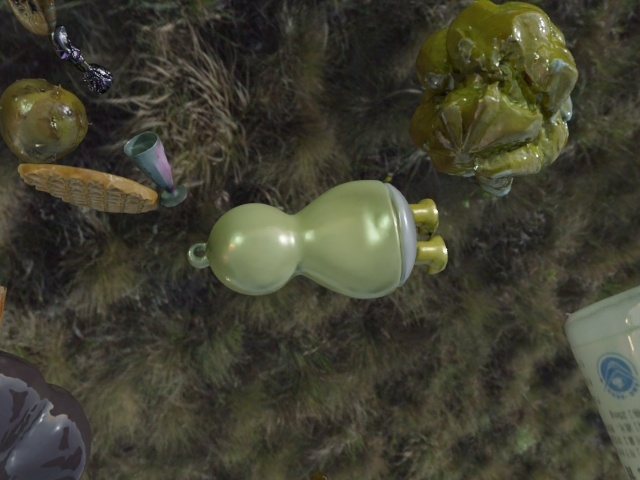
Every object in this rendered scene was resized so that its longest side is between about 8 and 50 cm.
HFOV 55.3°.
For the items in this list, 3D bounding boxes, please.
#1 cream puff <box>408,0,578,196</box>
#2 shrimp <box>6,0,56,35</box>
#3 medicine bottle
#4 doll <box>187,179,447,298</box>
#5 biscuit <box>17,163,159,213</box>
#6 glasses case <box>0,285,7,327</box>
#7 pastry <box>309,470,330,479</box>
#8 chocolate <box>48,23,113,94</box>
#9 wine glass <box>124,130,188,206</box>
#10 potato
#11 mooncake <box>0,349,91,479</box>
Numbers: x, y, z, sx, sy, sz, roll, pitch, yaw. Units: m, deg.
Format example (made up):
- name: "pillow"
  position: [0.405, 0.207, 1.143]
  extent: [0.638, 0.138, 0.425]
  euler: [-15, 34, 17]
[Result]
- name: "cream puff"
  position: [0.305, -0.266, 1.172]
  extent: [0.275, 0.378, 0.378]
  euler: [-23, 137, -29]
- name: "shrimp"
  position: [-0.482, -0.412, 1.000]
  extent: [0.045, 0.095, 0.162]
  euler: [-45, 156, -34]
- name: "medicine bottle"
  position: [0.363, 0.179, 0.569]
  extent: [0.170, 0.293, 0.170]
  euler: [-18, 165, -5]
- name: "doll"
  position: [-0.002, 0.003, 0.707]
  extent: [0.296, 0.141, 0.117]
  euler: [-6, 166, -4]
- name: "biscuit"
  position: [-0.443, -0.095, 1.253]
  extent: [0.204, 0.040, 0.309]
  euler: [3, 171, 13]
- name: "glasses case"
  position: [-0.658, 0.172, 1.199]
  extent: [0.041, 0.170, 0.064]
  euler: [-4, 164, 23]
- name: "pastry"
  position: [-0.011, 0.325, 0.703]
  extent: [0.057, 0.109, 0.097]
  euler: [-15, 149, 15]
- name: "chocolate"
  position: [-0.473, -0.348, 1.187]
  extent: [0.070, 0.072, 0.147]
  euler: [-40, 141, 6]
- name: "wine glass"
  position: [-0.328, -0.143, 1.241]
  extent: [0.073, 0.073, 0.155]
  euler: [-32, 138, -6]
- name: "potato"
  position: [-0.451, -0.190, 0.980]
  extent: [0.137, 0.176, 0.137]
  euler: [3, 86, -40]
- name: "mooncake"
  position: [-0.332, 0.216, 0.560]
  extent: [0.245, 0.133, 0.245]
  euler: [11, 76, -51]
